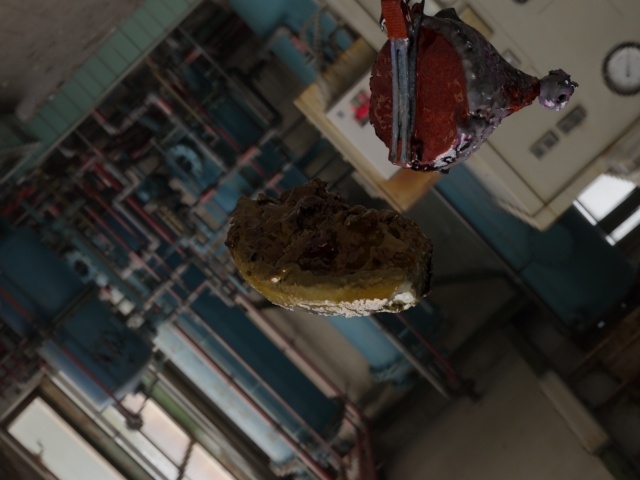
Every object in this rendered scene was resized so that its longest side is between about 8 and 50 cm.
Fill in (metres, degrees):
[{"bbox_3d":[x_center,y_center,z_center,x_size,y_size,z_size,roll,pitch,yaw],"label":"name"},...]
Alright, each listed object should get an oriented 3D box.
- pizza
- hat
[{"bbox_3d":[0.000,0.000,0.897,0.161,0.085,0.305,-30,-156,-24],"label":"pizza"},{"bbox_3d":[0.140,-0.137,0.797,0.227,0.140,0.129,-12,177,-40],"label":"hat"}]
